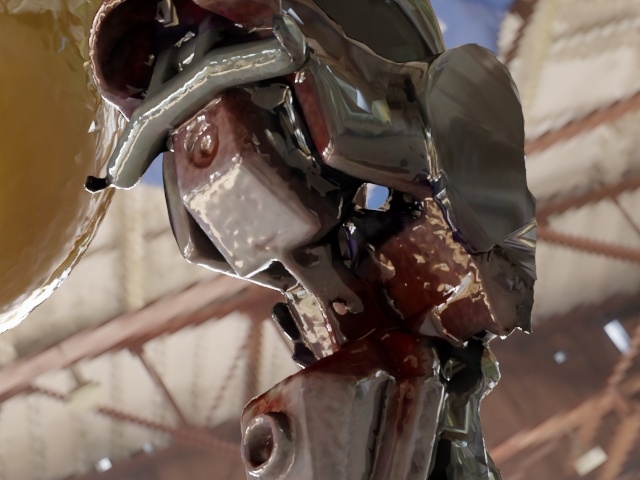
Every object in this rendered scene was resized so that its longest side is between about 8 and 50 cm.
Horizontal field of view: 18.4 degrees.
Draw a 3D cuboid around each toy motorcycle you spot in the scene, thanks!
[{"bbox_3d":[0.001,0.000,0.520,0.122,0.213,0.082,14,-35,-36],"label":"toy motorcycle"}]

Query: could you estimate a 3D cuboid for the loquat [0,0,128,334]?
[{"bbox_3d":[-0.204,-0.062,0.773,0.263,0.263,0.263,-26,-28,-15],"label":"loquat"}]
